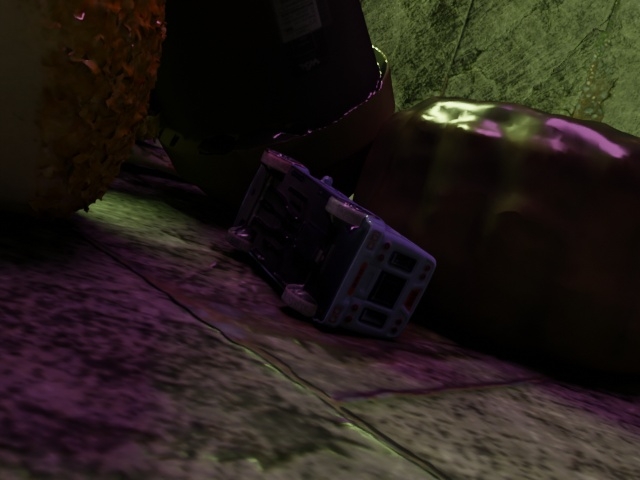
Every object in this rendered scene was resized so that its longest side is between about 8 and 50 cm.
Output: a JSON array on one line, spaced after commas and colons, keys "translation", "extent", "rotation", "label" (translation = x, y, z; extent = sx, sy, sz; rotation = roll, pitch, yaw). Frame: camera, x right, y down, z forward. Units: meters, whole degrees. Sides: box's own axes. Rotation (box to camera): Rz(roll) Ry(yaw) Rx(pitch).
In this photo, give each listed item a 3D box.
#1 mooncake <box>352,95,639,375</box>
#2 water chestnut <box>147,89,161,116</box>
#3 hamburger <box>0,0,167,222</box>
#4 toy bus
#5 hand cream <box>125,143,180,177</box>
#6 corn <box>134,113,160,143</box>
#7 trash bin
[{"translation": [0.167, -0.013, 0.632], "extent": [0.290, 0.161, 0.290], "rotation": [16, 8, -2], "label": "mooncake"}, {"translation": [-0.257, -0.243, 0.850], "extent": [0.350, 0.350, 0.302], "rotation": [25, -17, 37], "label": "water chestnut"}, {"translation": [-0.178, -0.152, 0.471], "extent": [0.179, 0.276, 0.294], "rotation": [-1, 28, -27], "label": "hamburger"}, {"translation": [0.000, 0.000, 0.529], "extent": [0.076, 0.073, 0.167], "rotation": [21, 11, -30], "label": "toy bus"}, {"translation": [-0.163, -0.080, 0.834], "extent": [0.165, 0.037, 0.057], "rotation": [18, 8, -35], "label": "hand cream"}, {"translation": [-0.327, -0.201, 1.012], "extent": [0.291, 0.101, 0.101], "rotation": [17, 10, 0], "label": "corn"}, {"translation": [-0.057, -0.168, 0.688], "extent": [0.214, 0.334, 0.214], "rotation": [-14, 33, 10], "label": "trash bin"}]
